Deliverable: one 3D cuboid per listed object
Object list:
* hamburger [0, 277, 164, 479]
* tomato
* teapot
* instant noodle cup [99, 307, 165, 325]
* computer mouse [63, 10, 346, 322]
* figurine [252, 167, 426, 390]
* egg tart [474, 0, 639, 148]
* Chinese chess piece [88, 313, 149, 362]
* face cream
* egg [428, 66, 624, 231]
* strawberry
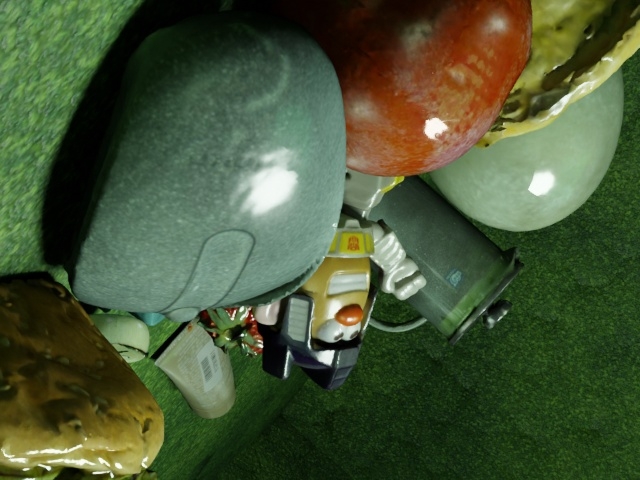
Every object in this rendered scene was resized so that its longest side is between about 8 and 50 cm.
[{"bbox_3d":[-0.224,0.155,0.916,0.162,0.209,0.330,-51,174,11],"label":"hamburger"},{"bbox_3d":[0.055,-0.165,0.942,0.232,0.232,0.188,-52,147,15],"label":"tomato"},{"bbox_3d":[0.162,0.039,1.970,0.270,0.337,0.200,-50,171,14],"label":"teapot"},{"bbox_3d":[-0.149,0.012,1.152,0.157,0.070,0.179,-44,172,-21],"label":"instant noodle cup"},{"bbox_3d":[-0.093,-0.019,0.909,0.203,0.114,0.374,-5,147,-20],"label":"computer mouse"},{"bbox_3d":[0.003,0.029,1.402,0.308,0.308,0.143,-50,-156,3],"label":"figurine"},{"bbox_3d":[0.166,-0.252,1.109,0.345,0.132,0.345,-29,-136,33],"label":"egg tart"},{"bbox_3d":[-0.213,0.099,1.162,0.084,0.084,0.034,109,-16,-68],"label":"Chinese chess piece"},{"bbox_3d":[-0.182,0.187,1.769,0.137,0.084,0.341,-49,164,-18],"label":"face cream"},{"bbox_3d":[0.228,-0.184,1.380,0.258,0.352,0.258,-7,158,-3],"label":"egg"},{"bbox_3d":[-0.091,0.088,1.596,0.148,0.131,0.131,-52,174,-24],"label":"strawberry"}]
